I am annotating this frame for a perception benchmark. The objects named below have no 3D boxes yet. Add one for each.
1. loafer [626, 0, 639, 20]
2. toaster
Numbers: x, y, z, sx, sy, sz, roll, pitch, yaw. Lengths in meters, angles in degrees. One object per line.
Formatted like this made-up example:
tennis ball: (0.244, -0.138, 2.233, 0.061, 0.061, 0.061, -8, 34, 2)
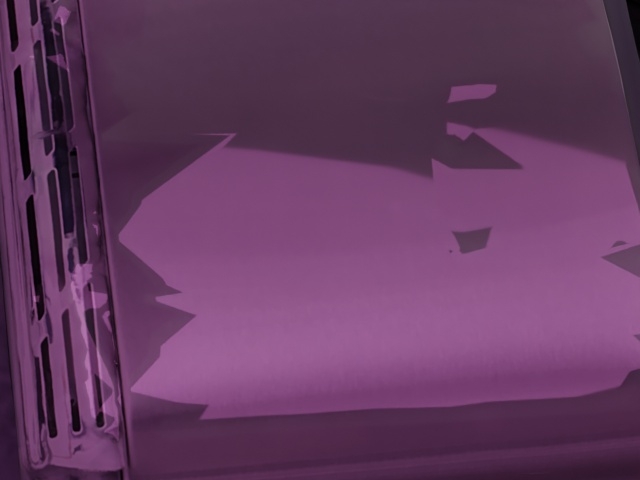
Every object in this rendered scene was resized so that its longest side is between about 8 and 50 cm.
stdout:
loafer: (0.173, -0.071, 0.473, 0.084, 0.096, 0.267, -30, 50, -35)
toaster: (0.000, 0.000, 0.425, 0.146, 0.129, 0.227, -6, 70, -9)
